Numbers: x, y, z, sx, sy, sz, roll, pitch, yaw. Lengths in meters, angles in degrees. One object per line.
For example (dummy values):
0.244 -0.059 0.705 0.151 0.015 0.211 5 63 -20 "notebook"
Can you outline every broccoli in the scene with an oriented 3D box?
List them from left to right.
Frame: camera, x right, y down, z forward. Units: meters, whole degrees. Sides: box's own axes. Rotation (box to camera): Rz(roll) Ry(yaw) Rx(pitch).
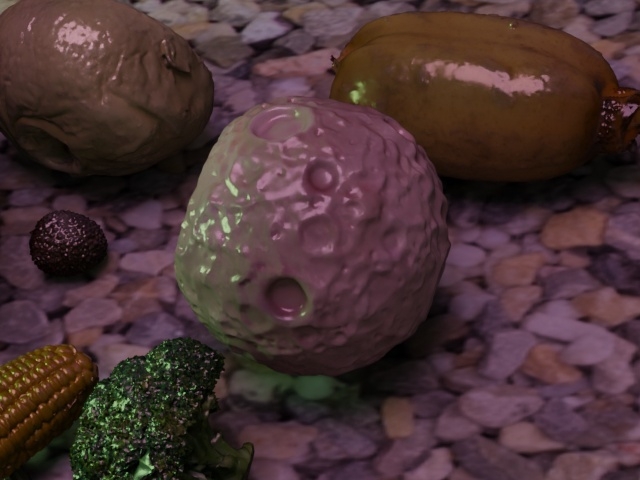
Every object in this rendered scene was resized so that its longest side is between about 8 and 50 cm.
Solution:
-0.136 0.175 1.527 0.156 0.195 0.195 24 58 6 "broccoli"

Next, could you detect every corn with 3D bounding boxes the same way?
-0.320 0.191 1.575 0.291 0.101 0.101 -35 52 -22 "corn"

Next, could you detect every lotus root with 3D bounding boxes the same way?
0.169 -0.133 1.713 0.342 0.151 0.169 10 42 19 "lotus root"

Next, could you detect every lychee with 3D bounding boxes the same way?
-0.253 0.003 1.756 0.083 0.068 0.067 8 94 16 "lychee"

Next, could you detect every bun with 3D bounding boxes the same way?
-0.229 -0.141 1.788 0.244 0.244 0.153 8 75 19 "bun"

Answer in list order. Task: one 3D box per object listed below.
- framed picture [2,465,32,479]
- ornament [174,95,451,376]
-0.381 0.251 1.609 0.231 0.018 0.293 -35 52 -15 "framed picture"
0.000 0.000 1.578 0.225 0.259 0.259 19 56 7 "ornament"
